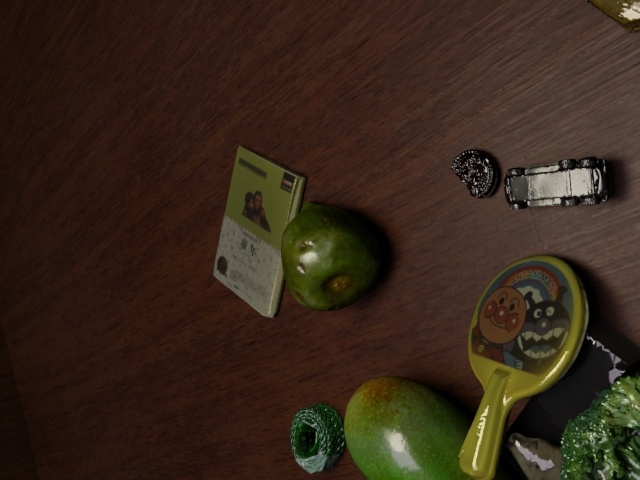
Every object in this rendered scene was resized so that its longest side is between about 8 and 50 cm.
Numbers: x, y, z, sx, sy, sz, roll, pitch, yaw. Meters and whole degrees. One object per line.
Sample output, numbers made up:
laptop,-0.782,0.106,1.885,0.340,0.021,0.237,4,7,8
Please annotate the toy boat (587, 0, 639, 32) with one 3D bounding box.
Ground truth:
toy boat,0.410,-0.378,0.942,0.088,0.068,0.226,-53,57,29

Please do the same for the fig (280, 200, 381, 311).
fig,0.000,0.000,1.331,0.206,0.206,0.275,-59,34,32

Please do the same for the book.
book,-0.155,-0.021,1.558,0.239,0.035,0.353,30,116,40

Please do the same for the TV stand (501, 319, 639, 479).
TV stand,0.386,0.257,1.035,0.088,0.082,0.270,43,122,33

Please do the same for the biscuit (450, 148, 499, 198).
biscuit,0.265,-0.114,1.140,0.089,0.027,0.087,-3,92,44

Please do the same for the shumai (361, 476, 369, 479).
shumai,0.121,0.557,1.232,0.260,0.221,0.225,-4,93,44

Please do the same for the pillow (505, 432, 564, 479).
pillow,0.380,0.381,0.990,0.093,0.051,0.241,-40,82,28

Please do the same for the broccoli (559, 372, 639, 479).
broccoli,0.458,0.293,0.856,0.245,0.294,0.265,-119,11,-60

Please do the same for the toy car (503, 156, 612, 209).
toy car,0.366,-0.086,1.021,0.165,0.062,0.071,-4,92,44

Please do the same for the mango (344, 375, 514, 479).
mango,0.195,0.382,1.139,0.382,0.201,0.225,39,163,34

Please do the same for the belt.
belt,-0.014,0.437,1.448,0.121,0.079,0.152,18,108,41

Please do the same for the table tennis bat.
table tennis bat,0.296,0.194,1.037,0.224,0.054,0.369,8,75,61
